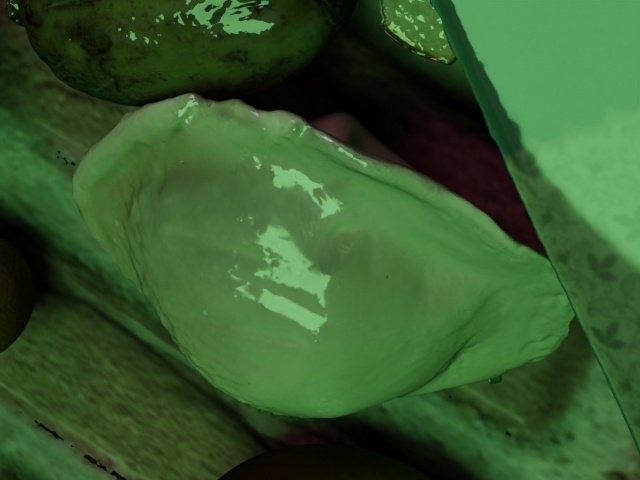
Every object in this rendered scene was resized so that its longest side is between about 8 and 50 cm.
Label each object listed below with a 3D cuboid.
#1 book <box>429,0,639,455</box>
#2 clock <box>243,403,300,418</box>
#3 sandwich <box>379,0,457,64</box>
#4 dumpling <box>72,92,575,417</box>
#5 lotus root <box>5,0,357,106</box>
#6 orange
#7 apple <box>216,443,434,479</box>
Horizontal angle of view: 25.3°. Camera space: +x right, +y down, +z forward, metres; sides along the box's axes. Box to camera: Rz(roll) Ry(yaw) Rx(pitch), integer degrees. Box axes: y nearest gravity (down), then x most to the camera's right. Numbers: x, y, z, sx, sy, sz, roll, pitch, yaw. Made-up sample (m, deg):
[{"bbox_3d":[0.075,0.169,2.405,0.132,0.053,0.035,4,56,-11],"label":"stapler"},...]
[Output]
[{"bbox_3d":[0.185,-0.076,0.523,0.264,0.031,0.379,-21,107,24],"label":"book"},{"bbox_3d":[-0.026,0.065,0.764,0.083,0.010,0.074,-16,109,36],"label":"clock"},{"bbox_3d":[0.045,-0.128,0.592,0.093,0.036,0.105,26,129,13],"label":"sandwich"},{"bbox_3d":[-0.004,-0.002,0.628,0.216,0.126,0.166,42,149,16],"label":"dumpling"},{"bbox_3d":[-0.064,-0.102,0.636,0.179,0.089,0.080,7,145,28],"label":"lotus root"},{"bbox_3d":[-0.200,0.032,0.799,0.085,0.085,0.085,14,124,22],"label":"orange"},{"bbox_3d":[0.006,0.204,0.739,0.196,0.157,0.196,18,134,20],"label":"apple"}]
